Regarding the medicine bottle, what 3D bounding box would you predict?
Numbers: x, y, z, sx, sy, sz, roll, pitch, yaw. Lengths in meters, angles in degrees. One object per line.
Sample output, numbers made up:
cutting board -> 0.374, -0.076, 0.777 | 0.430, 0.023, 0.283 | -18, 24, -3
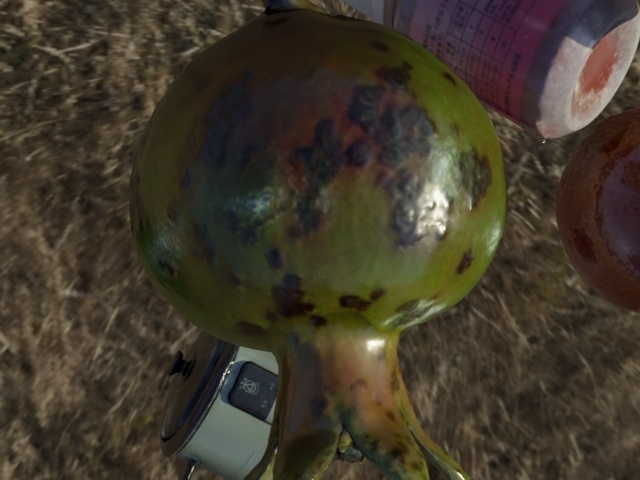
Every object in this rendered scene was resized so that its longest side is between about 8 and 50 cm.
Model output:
medicine bottle -> 0.132, -0.194, 1.144 | 0.247, 0.147, 0.147 | 33, 98, 25

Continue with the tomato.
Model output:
tomato -> 0.409, -0.046, 1.657 | 0.265, 0.265, 0.265 | 0, 98, 1

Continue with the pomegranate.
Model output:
pomegranate -> -0.004, 0.006, 0.547 | 0.156, 0.156, 0.220 | 4, 59, 0

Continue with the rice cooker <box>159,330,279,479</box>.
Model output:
rice cooker -> -0.108, 0.220, 1.922 | 0.227, 0.241, 0.280 | 28, 78, -11
